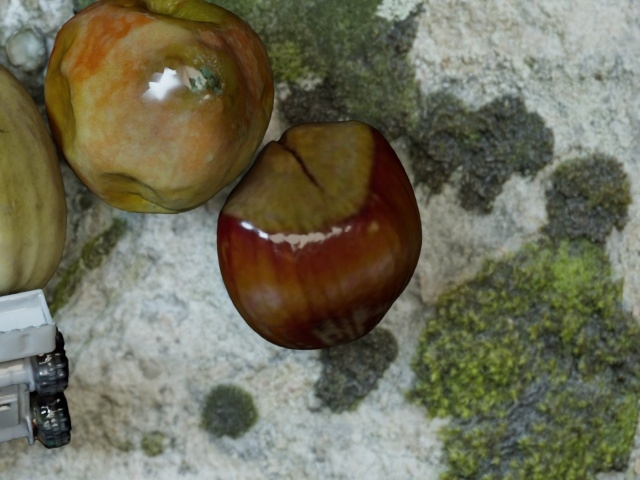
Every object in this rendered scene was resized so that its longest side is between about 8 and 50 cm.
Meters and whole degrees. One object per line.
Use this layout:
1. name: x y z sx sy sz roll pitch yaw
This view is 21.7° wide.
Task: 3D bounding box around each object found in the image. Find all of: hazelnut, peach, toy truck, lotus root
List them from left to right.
1. lotus root: -0.334 -0.083 1.500 0.182 0.183 0.310 -16 90 -15
2. toy truck: -0.290 0.113 1.451 0.136 0.286 0.111 -12 65 -16
3. peach: -0.138 -0.128 1.524 0.214 0.235 0.214 -2 96 -22
4. hazelnut: -0.002 -0.001 1.597 0.212 0.181 0.181 -32 69 -20
